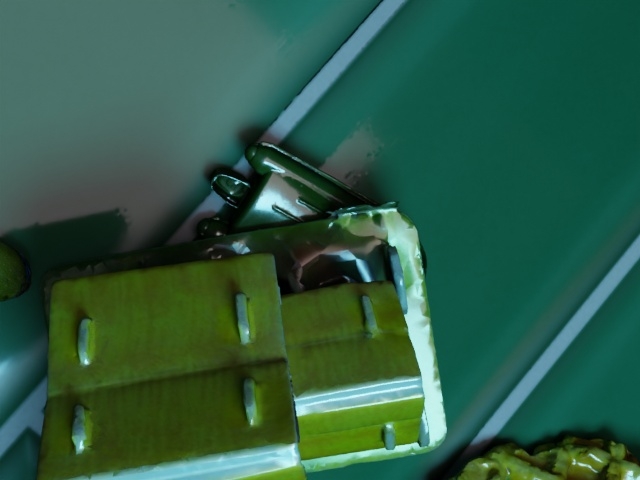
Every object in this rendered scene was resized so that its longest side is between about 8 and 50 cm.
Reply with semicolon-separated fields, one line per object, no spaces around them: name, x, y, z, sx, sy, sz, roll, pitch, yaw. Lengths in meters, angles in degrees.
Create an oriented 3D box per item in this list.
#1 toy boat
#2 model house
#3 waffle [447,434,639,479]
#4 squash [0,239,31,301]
toy boat;0.000;0.000;0.991;0.210;0.052;0.104;28;102;-21
model house;-0.046;0.169;0.815;0.300;0.323;0.340;-9;95;-1
waffle;0.234;0.299;0.995;0.302;0.325;0.068;-9;140;-28
squash;-0.297;-0.007;0.883;0.183;0.052;0.052;33;84;-21
